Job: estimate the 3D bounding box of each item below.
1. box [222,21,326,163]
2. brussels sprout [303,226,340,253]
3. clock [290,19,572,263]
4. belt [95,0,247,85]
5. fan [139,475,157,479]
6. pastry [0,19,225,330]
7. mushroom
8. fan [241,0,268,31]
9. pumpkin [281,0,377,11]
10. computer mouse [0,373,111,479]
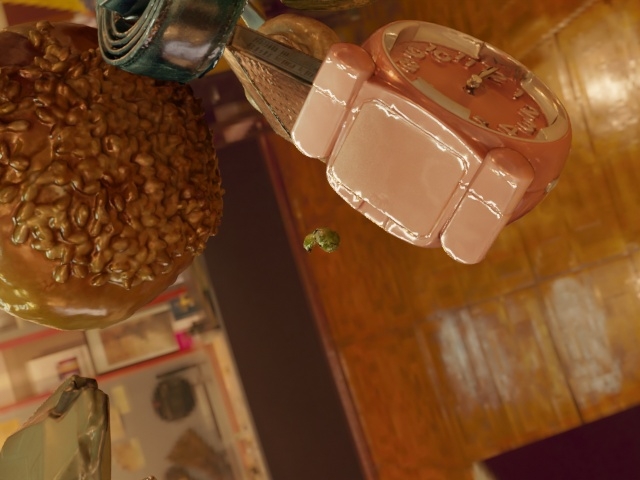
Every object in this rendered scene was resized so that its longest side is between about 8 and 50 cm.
[{"bbox_3d":[-0.022,-0.173,1.534,0.180,0.047,0.325,54,170,-32],"label":"box"},{"bbox_3d":[-0.001,-0.001,2.326,0.083,0.046,0.050,-6,94,40],"label":"brussels sprout"},{"bbox_3d":[0.120,-0.103,1.153,0.227,0.241,0.142,35,126,12],"label":"clock"},{"bbox_3d":[-0.163,-0.274,1.278,0.267,0.116,0.206,-45,45,47],"label":"belt"},{"bbox_3d":[-0.254,0.381,1.657,0.074,0.130,0.244,54,160,-4],"label":"fan"},{"bbox_3d":[-0.289,-0.092,1.443,0.245,0.410,0.409,-32,72,38],"label":"pastry"},{"bbox_3d":[-0.045,-0.262,1.851,0.127,0.166,0.166,2,-113,-66],"label":"mushroom"},{"bbox_3d":[-0.105,-0.360,1.948,0.057,0.023,0.282,-15,125,38],"label":"fan"},{"bbox_3d":[0.019,-0.347,1.560,0.217,0.218,0.110,-158,75,-71],"label":"pumpkin"},{"bbox_3d":[-0.362,0.390,1.594,0.228,0.145,0.428,22,88,63],"label":"computer mouse"}]
